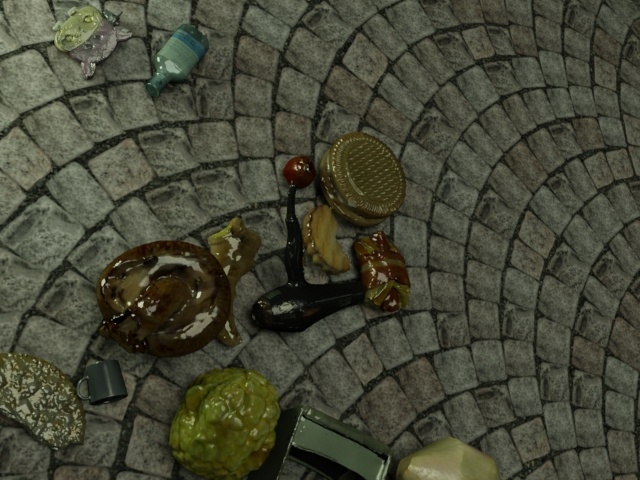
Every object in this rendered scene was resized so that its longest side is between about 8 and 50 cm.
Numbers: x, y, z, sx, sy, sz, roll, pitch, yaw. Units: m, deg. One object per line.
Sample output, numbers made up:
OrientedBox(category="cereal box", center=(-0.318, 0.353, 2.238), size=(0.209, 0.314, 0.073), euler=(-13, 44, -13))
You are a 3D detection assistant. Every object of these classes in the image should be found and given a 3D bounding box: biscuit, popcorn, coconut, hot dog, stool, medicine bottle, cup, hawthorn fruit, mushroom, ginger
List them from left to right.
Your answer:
OrientedBox(category="biscuit", center=(-0.574, 0.301, 1.678), size=(0.289, 0.038, 0.141), euler=(37, 58, -15))
OrientedBox(category="cup", center=(-0.450, 0.291, 1.730), size=(0.100, 0.078, 0.077), euler=(-5, 71, -35))
OrientedBox(category="mushroom", center=(-0.339, 0.132, 1.776), size=(0.263, 0.195, 0.283), euler=(51, 40, 5))
OrientedBox(category="medicine bottle", center=(-0.352, -0.432, 2.052), size=(0.090, 0.053, 0.209), euler=(39, 60, -14))
OrientedBox(category="popcorn", center=(-0.194, 0.398, 1.774), size=(0.237, 0.205, 0.252), euler=(-30, 121, -47))
OrientedBox(category="ginger", center=(-0.203, 0.095, 1.942), size=(0.131, 0.086, 0.295), euler=(11, 76, -36))
OrientedBox(category="hawthorn fruit", center=(-0.045, -0.173, 2.110), size=(0.081, 0.093, 0.081), euler=(10, 69, -28))
OrientedBox(category="stool", center=(-0.014, 0.530, 1.837), size=(0.243, 0.170, 0.270), euler=(29, 61, -16))
OrientedBox(category="biscuit", center=(0.000, 0.000, 2.093), size=(0.118, 0.061, 0.183), euler=(-2, 72, -45))
OrientedBox(category="biscuit", center=(0.109, -0.159, 2.193), size=(0.259, 0.079, 0.259), euler=(16, 60, -30))
OrientedBox(category="hot dog", center=(0.159, 0.078, 2.132), size=(0.146, 0.103, 0.213), euler=(-4, 74, -30))
OrientedBox(category="coconut", center=(0.287, 0.572, 1.956), size=(0.259, 0.259, 0.259), euler=(10, 68, -26))

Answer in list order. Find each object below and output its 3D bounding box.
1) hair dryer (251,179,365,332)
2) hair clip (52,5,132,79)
OrientedBox(category="hair dryer", center=(-0.024, 0.033, 1.969), size=(0.303, 0.120, 0.360), euler=(-12, 108, -30))
OrientedBox(category="hair clip", center=(-0.530, -0.480, 1.970), size=(0.146, 0.056, 0.187), euler=(39, 61, -4))
